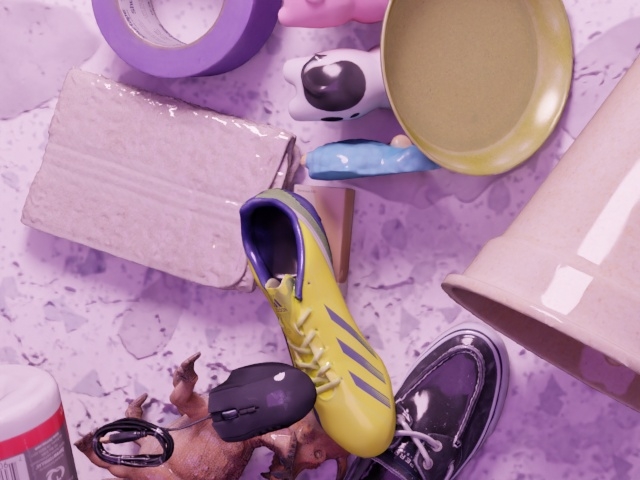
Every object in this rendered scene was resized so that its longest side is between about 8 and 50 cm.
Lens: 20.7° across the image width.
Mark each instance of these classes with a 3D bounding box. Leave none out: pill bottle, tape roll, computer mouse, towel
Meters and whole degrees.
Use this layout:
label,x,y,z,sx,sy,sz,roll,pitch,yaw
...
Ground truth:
label,x,y,z,sx,sy,sz,roll,pitch,yaw
pill bottle,-0.330,0.304,1.817,0.176,0.176,0.318,-5,107,14
tape roll,-0.140,-0.264,1.835,0.189,0.080,0.189,3,98,22
computer mouse,-0.118,0.177,1.727,0.242,0.041,0.071,-19,94,15
towel,-0.170,-0.064,1.875,0.282,0.049,0.187,19,93,14

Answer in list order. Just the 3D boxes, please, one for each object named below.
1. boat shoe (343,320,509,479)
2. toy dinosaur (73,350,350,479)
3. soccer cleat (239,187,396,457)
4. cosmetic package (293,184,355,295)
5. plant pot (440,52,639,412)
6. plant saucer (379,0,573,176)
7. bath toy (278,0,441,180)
label,x,y,z,sx,sy,sz,roll,pitch,yaw
boat shoe,0.089,0.217,1.780,0.108,0.102,0.301,36,98,11
toy dinosaur,-0.125,0.238,1.827,0.296,0.127,0.200,-36,88,16
soccer cleat,-0.012,0.083,1.742,0.093,0.121,0.289,-26,76,20
cosmetic package,0.000,0.000,1.834,0.060,0.041,0.115,3,90,15
plant pot,0.331,-0.008,1.638,0.334,0.334,0.305,28,84,12
plant saucer,0.149,-0.184,1.738,0.037,0.241,0.240,3,90,57
bath toy,0.038,-0.235,1.758,0.129,0.151,0.348,-3,102,42
